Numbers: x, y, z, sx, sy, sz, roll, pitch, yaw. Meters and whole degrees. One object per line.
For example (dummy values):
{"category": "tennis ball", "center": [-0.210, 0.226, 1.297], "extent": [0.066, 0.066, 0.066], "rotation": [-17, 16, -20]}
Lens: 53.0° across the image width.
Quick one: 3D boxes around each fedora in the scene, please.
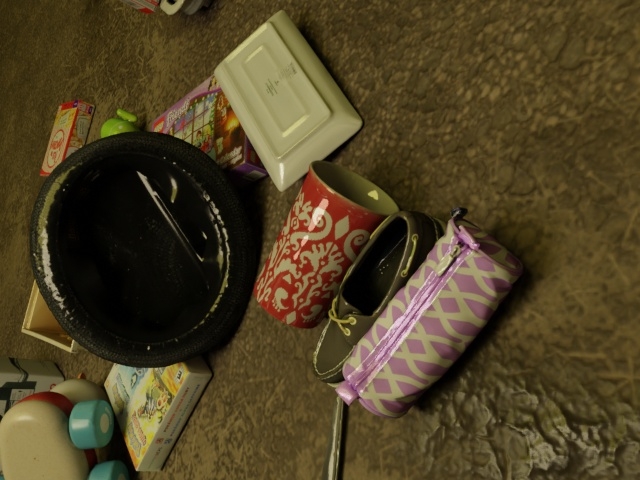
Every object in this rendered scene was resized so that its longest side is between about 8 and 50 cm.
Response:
{"category": "fedora", "center": [-0.250, 0.013, 0.948], "extent": [0.152, 0.334, 0.333], "rotation": [168, 117, -84]}

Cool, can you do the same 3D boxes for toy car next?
{"category": "toy car", "center": [-0.419, 0.324, 1.080], "extent": [0.219, 0.238, 0.210], "rotation": [-9, 102, 7]}

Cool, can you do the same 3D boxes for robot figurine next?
{"category": "robot figurine", "center": [-0.408, -0.214, 1.317], "extent": [0.115, 0.067, 0.101], "rotation": [27, 91, 50]}

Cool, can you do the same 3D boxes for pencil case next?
{"category": "pencil case", "center": [0.102, 0.075, 0.607], "extent": [0.086, 0.088, 0.206], "rotation": [42, 111, 27]}

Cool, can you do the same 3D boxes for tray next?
{"category": "tray", "center": [-0.060, -0.206, 0.888], "extent": [0.145, 0.030, 0.270], "rotation": [-38, 57, 13]}

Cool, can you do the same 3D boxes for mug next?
{"category": "mug", "center": [0.007, 0.006, 0.754], "extent": [0.113, 0.150, 0.169], "rotation": [34, 111, 12]}

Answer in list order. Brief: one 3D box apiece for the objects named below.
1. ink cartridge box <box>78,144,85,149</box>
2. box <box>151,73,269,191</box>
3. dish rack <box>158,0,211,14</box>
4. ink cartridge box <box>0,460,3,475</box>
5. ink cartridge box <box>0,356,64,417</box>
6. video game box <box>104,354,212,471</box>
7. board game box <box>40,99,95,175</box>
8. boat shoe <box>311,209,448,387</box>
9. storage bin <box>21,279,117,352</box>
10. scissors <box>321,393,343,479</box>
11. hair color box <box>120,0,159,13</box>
{"category": "ink cartridge box", "center": [-0.514, -0.096, 1.392], "extent": [0.175, 0.072, 0.127], "rotation": [-53, 44, 21]}
{"category": "box", "center": [-0.187, -0.157, 1.050], "extent": [0.293, 0.057, 0.200], "rotation": [-22, 60, 43]}
{"category": "dish rack", "center": [-0.249, -0.595, 1.272], "extent": [0.285, 0.072, 0.333], "rotation": [-60, 41, 16]}
{"category": "ink cartridge box", "center": [-0.692, 0.493, 1.367], "extent": [0.218, 0.092, 0.158], "rotation": [-7, 72, 50]}
{"category": "ink cartridge box", "center": [-0.647, 0.317, 1.291], "extent": [0.087, 0.208, 0.153], "rotation": [25, 96, 47]}
{"category": "video game box", "center": [-0.262, 0.219, 1.009], "extent": [0.205, 0.048, 0.187], "rotation": [44, 112, 48]}
{"category": "board game box", "center": [-0.635, -0.248, 1.609], "extent": [0.147, 0.045, 0.193], "rotation": [6, 81, 50]}
{"category": "boat shoe", "center": [0.049, 0.064, 0.688], "extent": [0.227, 0.069, 0.081], "rotation": [-57, 42, 18]}
{"category": "storage bin", "center": [-0.419, 0.065, 1.186], "extent": [0.262, 0.123, 0.260], "rotation": [1, 78, 50]}
{"category": "scissors", "center": [0.008, 0.318, 0.685], "extent": [0.109, 0.021, 0.297], "rotation": [19, 90, 53]}
{"category": "hair color box", "center": [-0.340, -0.534, 1.228], "extent": [0.053, 0.093, 0.167], "rotation": [18, 91, 51]}
